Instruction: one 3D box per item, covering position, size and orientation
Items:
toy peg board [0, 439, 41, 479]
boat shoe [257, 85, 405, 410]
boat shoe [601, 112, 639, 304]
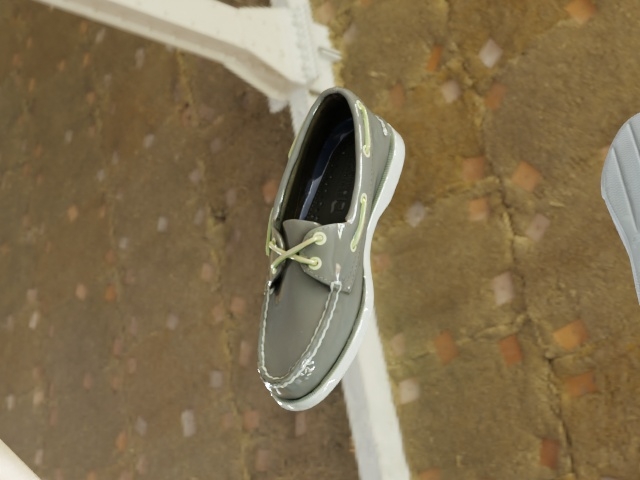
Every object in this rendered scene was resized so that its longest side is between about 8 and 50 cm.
[{"bbox_3d":[-0.207,0.214,0.500,0.161,0.161,0.079,42,-43,8],"label":"toy peg board"},{"bbox_3d":[-0.004,0.000,0.827,0.109,0.091,0.304,-2,-120,35],"label":"boat shoe"},{"bbox_3d":[0.334,-0.004,0.850,0.109,0.094,0.302,-18,-139,29],"label":"boat shoe"}]
